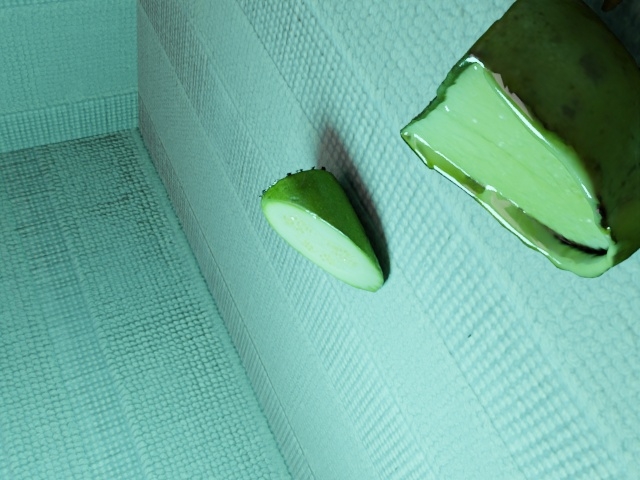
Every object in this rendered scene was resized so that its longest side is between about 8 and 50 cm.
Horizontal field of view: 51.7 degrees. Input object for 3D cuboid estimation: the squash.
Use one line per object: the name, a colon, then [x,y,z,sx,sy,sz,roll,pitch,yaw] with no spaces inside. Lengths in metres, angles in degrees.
squash: [0.000,0.000,1.360,0.261,0.189,0.189,68,155,19]

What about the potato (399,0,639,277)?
potato: [0.274,-0.124,0.727,0.280,0.213,0.330,46,175,1]

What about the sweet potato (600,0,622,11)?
sweet potato: [0.319,-0.319,0.658,0.044,0.044,0.179,48,139,43]
